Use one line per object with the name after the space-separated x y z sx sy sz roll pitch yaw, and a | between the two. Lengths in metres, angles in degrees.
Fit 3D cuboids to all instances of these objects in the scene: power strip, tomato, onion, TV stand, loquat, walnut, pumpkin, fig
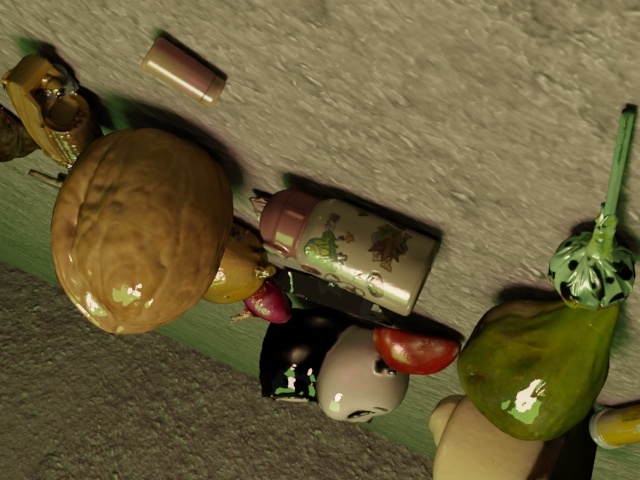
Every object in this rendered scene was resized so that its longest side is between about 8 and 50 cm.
-0.454 -0.107 1.498 0.198 0.064 0.213 20 174 14 | power strip
0.179 0.218 1.433 0.166 0.082 0.174 10 170 -2 | tomato
-0.139 0.130 1.561 0.150 0.140 0.150 52 -178 -2 | onion
0.030 0.107 1.452 0.256 0.040 0.049 15 158 31 | TV stand
-0.174 0.041 1.388 0.205 0.149 0.172 3 148 28 | loquat
-0.271 -0.011 1.127 0.277 0.313 0.252 10 173 23 | walnut
-0.648 -0.208 1.427 0.163 0.111 0.278 21 160 3 | pumpkin
0.324 0.157 1.028 0.206 0.206 0.275 29 138 -7 | fig

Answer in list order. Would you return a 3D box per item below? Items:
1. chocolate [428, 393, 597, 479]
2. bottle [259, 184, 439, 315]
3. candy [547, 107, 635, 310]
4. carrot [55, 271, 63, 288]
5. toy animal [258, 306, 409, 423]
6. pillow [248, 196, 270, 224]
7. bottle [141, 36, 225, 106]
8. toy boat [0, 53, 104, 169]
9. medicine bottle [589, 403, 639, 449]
0.365 0.442 1.463 0.297 0.326 0.314 8 -173 37 | chocolate
0.033 0.007 1.060 0.253 0.120 0.120 22 161 11 | bottle
0.281 -0.025 0.744 0.091 0.083 0.305 13 150 23 | candy
-0.552 0.058 1.867 0.331 0.193 0.214 7 131 56 | carrot
0.040 0.274 1.611 0.310 0.251 0.251 6 155 20 | toy animal
0.000 0.000 1.199 0.248 0.049 0.135 18 155 17 | pillow
-0.163 -0.201 0.890 0.096 0.045 0.045 30 161 -18 | bottle
-0.406 -0.188 1.175 0.115 0.089 0.310 35 162 4 | toy boat
0.544 0.314 1.269 0.074 0.074 0.218 26 160 2 | medicine bottle
